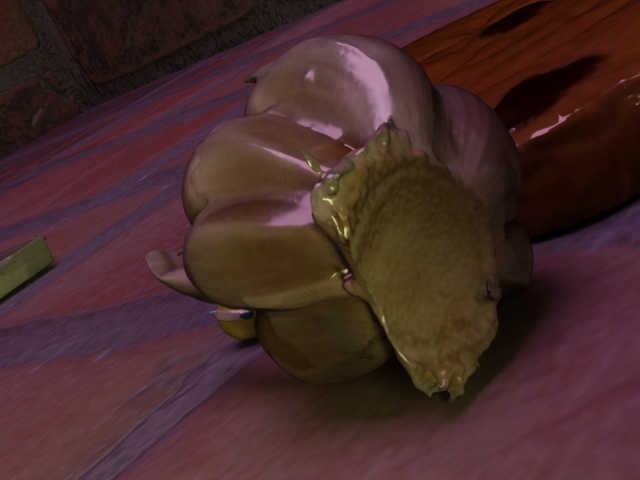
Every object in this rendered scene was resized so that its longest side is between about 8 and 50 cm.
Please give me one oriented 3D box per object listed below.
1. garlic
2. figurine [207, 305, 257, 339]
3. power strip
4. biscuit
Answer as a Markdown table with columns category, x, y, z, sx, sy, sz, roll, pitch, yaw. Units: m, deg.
| category | x | y | z | sx | sy | sz | roll | pitch | yaw |
| --- | --- | --- | --- | --- | --- | --- | --- | --- | --- |
| garlic | 0.000 | 0.000 | 0.501 | 0.194 | 0.131 | 0.127 | -21 | 31 | 55 |
| figurine | -0.026 | 0.022 | 0.623 | 0.051 | 0.047 | 0.083 | -38 | 15 | 24 |
| power strip | -0.307 | 0.054 | 1.065 | 0.080 | 0.029 | 0.227 | -18 | 16 | 42 |
| biscuit | 0.124 | -0.099 | 0.745 | 0.350 | 0.078 | 0.455 | -30 | 13 | -31 |
